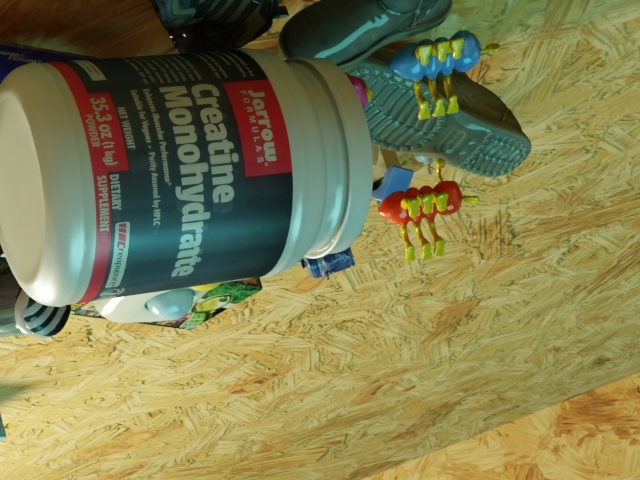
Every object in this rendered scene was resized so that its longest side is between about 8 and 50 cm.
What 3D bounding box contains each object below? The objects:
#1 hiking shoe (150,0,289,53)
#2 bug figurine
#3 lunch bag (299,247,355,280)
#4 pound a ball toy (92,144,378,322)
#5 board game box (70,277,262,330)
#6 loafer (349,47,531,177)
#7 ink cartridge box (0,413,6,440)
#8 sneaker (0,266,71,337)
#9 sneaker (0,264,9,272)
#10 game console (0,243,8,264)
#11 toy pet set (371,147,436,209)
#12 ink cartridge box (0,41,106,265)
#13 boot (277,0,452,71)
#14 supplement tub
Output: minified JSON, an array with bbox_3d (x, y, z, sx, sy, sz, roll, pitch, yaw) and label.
[{"bbox_3d":[-0.085,-0.216,1.178,0.114,0.086,0.227,-27,168,-1],"label":"hiking shoe"},{"bbox_3d":[0.060,-0.095,1.411,0.216,0.072,0.279,-10,136,-13],"label":"bug figurine"},{"bbox_3d":[0.000,0.000,1.743,0.065,0.098,0.067,-16,165,1],"label":"lunch bag"},{"bbox_3d":[-0.092,-0.021,1.563,0.208,0.136,0.319,-1,154,-38],"label":"pound a ball toy"},{"bbox_3d":[-0.203,0.065,1.839,0.136,0.030,0.259,-33,155,28],"label":"board game box"},{"bbox_3d":[0.108,-0.141,1.500,0.251,0.087,0.094,23,130,-36],"label":"loafer"},{"bbox_3d":[-0.538,0.261,2.000,0.104,0.062,0.181,-30,157,28],"label":"ink cartridge box"},{"bbox_3d":[-0.290,0.024,1.485,0.098,0.083,0.224,-12,-154,18],"label":"sneaker"},{"bbox_3d":[-0.376,0.067,1.610,0.188,0.071,0.066,-15,150,-30],"label":"sneaker"},{"bbox_3d":[-0.325,-0.013,1.282,0.213,0.044,0.361,-32,155,34],"label":"game console"},{"bbox_3d":[0.100,-0.071,1.694,0.122,0.065,0.114,-32,156,30],"label":"toy pet set"},{"bbox_3d":[-0.320,-0.051,1.340,0.175,0.069,0.371,4,147,-45],"label":"ink cartridge box"},{"bbox_3d":[0.057,-0.234,1.240,0.189,0.076,0.208,-28,169,-16],"label":"boot"},{"bbox_3d":[-0.115,-0.056,1.174,0.272,0.191,0.191,-8,157,-27],"label":"supplement tub"}]
